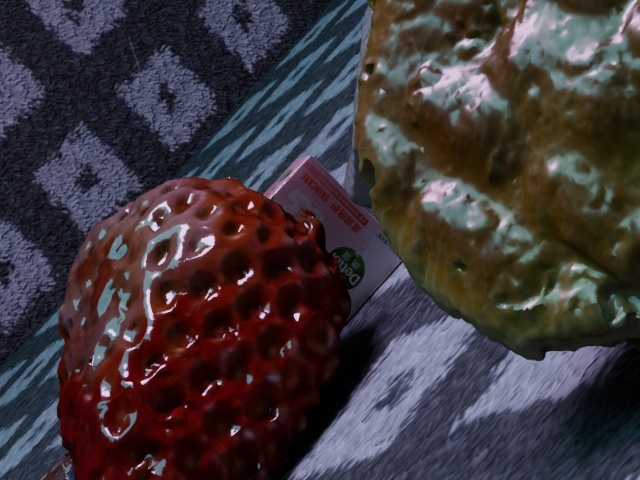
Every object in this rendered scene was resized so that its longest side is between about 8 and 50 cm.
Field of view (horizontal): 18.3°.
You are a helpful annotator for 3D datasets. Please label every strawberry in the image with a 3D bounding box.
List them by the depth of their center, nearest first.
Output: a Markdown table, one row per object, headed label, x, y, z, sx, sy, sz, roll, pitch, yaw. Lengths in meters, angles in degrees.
| label | x | y | z | sx | sy | sz | roll | pitch | yaw |
| --- | --- | --- | --- | --- | --- | --- | --- | --- | --- |
| strawberry | -0.119 | 0.088 | 1.529 | 0.265 | 0.149 | 0.336 | -21 | 37 | 28 |

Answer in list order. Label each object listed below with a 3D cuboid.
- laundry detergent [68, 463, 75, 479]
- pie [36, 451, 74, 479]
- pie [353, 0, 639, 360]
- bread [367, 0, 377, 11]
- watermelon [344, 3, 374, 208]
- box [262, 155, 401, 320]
| label | x | y | z | sx | sy | sz | roll | pitch | yaw |
| --- | --- | --- | --- | --- | --- | --- | --- | --- | --- |
| laundry detergent | -0.121 | 0.157 | 1.685 | 0.290 | 0.094 | 0.143 | -51 | 22 | -16 |
| pie | -0.272 | 0.276 | 1.905 | 0.204 | 0.054 | 0.219 | -49 | 10 | -22 |
| pie | 0.156 | -0.099 | 1.047 | 0.339 | 0.083 | 0.339 | -12 | 71 | 39 |
| bread | 0.153 | -0.189 | 1.266 | 0.227 | 0.253 | 0.142 | -43 | -20 | -30 |
| watermelon | 0.114 | -0.125 | 1.547 | 0.258 | 0.228 | 0.387 | -54 | 19 | -1 |
| box | 0.000 | 0.000 | 1.705 | 0.089 | 0.125 | 0.043 | -49 | 11 | -14 |
